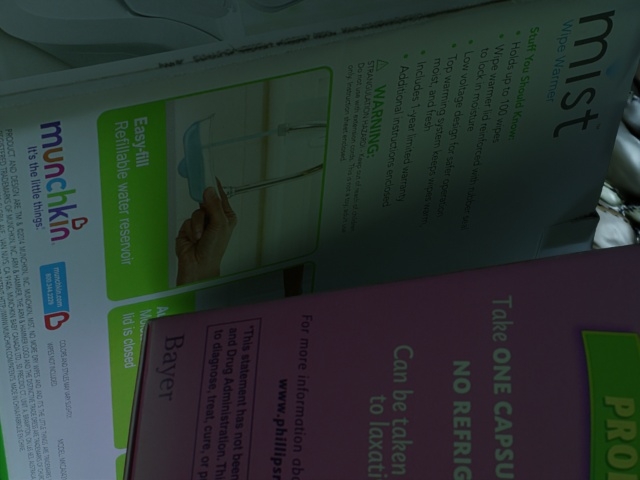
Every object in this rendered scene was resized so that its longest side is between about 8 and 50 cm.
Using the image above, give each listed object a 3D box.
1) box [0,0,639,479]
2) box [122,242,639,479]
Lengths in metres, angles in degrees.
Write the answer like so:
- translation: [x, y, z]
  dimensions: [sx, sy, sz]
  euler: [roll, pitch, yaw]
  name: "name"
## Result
- translation: [-0.023, -0.008, 0.531]
  dimensions: [0.262, 0.231, 0.127]
  euler: [95, 154, -46]
  name: "box"
- translation: [0.090, 0.107, 0.463]
  dimensions: [0.213, 0.243, 0.117]
  euler: [54, -149, -52]
  name: "box"
